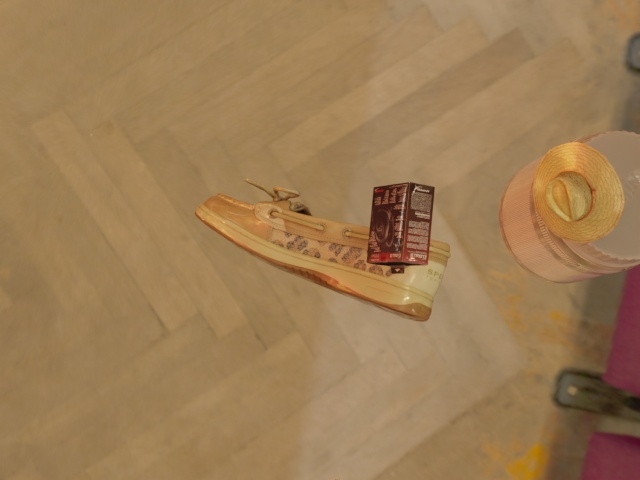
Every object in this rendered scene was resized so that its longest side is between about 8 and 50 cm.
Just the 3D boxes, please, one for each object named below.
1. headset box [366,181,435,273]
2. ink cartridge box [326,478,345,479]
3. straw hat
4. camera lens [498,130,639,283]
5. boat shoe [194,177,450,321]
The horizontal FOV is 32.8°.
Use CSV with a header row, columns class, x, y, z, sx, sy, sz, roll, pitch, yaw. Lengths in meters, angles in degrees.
class,x,y,z,sx,sy,sz,roll,pitch,yaw
headset box,0.075,-0.010,1.024,0.032,0.062,0.083,8,83,-30
ink cartridge box,0.016,0.506,1.535,0.197,0.114,0.273,39,54,-19
straw hat,0.343,-0.060,1.502,0.061,0.144,0.144,-21,103,-53
camera lens,0.425,-0.050,1.740,0.219,0.274,0.219,2,82,-11
boat shoe,0.000,0.000,1.173,0.285,0.104,0.089,22,86,16
